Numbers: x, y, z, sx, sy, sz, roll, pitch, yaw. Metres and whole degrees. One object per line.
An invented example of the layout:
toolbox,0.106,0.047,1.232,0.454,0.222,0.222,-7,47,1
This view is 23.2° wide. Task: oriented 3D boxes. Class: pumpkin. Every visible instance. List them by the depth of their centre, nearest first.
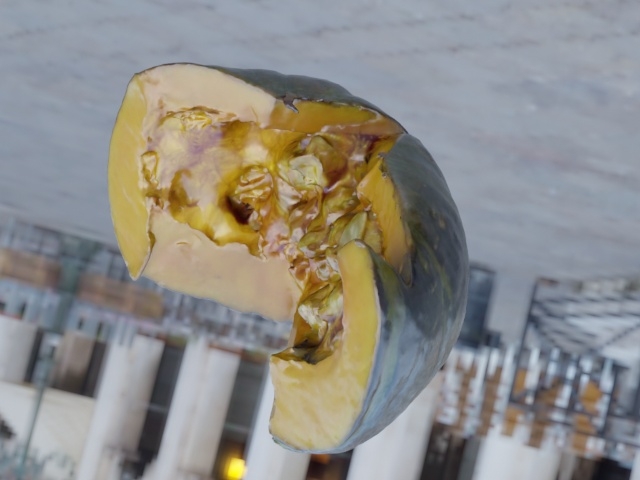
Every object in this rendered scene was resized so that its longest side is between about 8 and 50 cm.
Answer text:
pumpkin,0.000,0.000,0.650,0.107,0.119,0.183,-6,-136,-41
